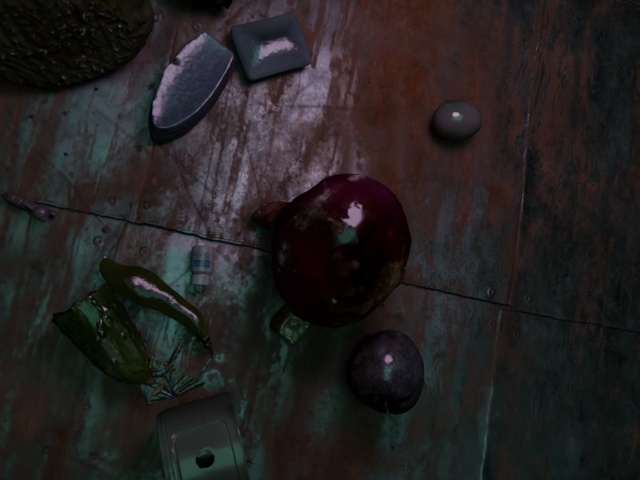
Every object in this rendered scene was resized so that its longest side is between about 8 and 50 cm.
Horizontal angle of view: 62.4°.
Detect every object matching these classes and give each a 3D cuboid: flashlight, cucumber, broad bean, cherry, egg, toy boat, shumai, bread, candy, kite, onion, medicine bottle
[{"bbox_3d":[-0.627,-0.071,1.132,0.110,0.052,0.031,25,114,-5],"label":"flashlight"},{"bbox_3d":[-0.434,0.215,1.112,0.134,0.134,0.244,-40,98,-15],"label":"cucumber"},{"bbox_3d":[-0.348,0.135,1.165,0.325,0.067,0.075,38,85,-7],"label":"broad bean"},{"bbox_3d":[0.157,0.304,1.231,0.194,0.195,0.195,2,84,-15],"label":"cherry"},{"bbox_3d":[0.358,-0.315,1.383,0.134,0.103,0.103,0,84,-18],"label":"egg"},{"bbox_3d":[-0.306,-0.349,1.224,0.127,0.078,0.283,35,76,-12],"label":"toy boat"},{"bbox_3d":[-0.570,-0.533,1.078,0.397,0.324,0.324,-15,74,-21],"label":"shumai"},{"bbox_3d":[-0.070,0.194,1.233,0.076,0.070,0.083,44,73,-8],"label":"bread"},{"bbox_3d":[-0.120,-0.475,1.288,0.174,0.071,0.138,-20,89,-17],"label":"candy"},{"bbox_3d":[-0.345,0.292,1.179,0.182,0.010,0.160,30,77,-10],"label":"kite"},{"bbox_3d":[0.000,0.000,1.177,0.385,0.348,0.348,28,75,25],"label":"onion"},{"bbox_3d":[-0.270,0.057,1.202,0.052,0.052,0.089,6,83,-14],"label":"medicine bottle"}]

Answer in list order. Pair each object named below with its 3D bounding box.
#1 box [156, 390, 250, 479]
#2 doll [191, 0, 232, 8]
[{"bbox_3d":[-0.236,0.442,1.081,0.149,0.226,0.226,-13,88,-16],"label":"box"},{"bbox_3d":[-0.313,-0.630,1.197,0.257,0.182,0.117,29,64,-7],"label":"doll"}]
